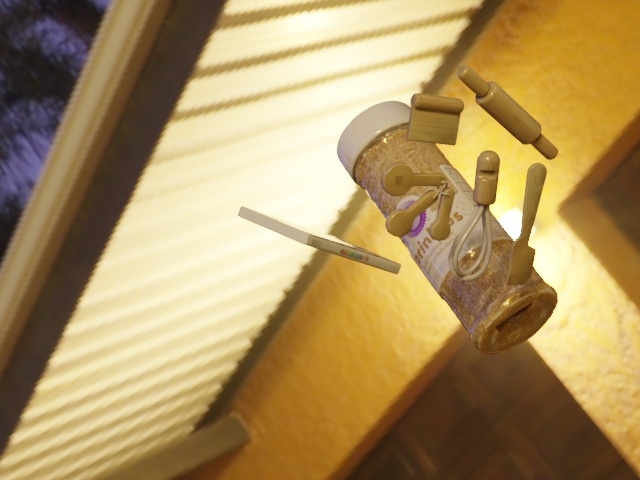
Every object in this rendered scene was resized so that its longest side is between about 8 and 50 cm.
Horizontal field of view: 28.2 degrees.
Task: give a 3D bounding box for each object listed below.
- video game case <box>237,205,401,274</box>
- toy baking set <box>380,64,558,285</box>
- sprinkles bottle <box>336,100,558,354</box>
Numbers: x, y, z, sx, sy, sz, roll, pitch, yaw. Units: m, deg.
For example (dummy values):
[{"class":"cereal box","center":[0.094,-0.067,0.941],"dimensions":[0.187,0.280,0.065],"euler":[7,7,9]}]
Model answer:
[{"class":"video game case","center":[0.000,0.000,1.075],"dimensions":[0.122,0.087,0.011],"euler":[18,-86,-47]},{"class":"toy baking set","center":[0.168,-0.063,1.381],"dimensions":[0.256,0.030,0.196],"euler":[32,-86,-31]},{"class":"sprinkles bottle","center":[0.155,-0.023,1.618],"dimensions":[0.121,0.355,0.121],"euler":[-24,-33,-17]}]
